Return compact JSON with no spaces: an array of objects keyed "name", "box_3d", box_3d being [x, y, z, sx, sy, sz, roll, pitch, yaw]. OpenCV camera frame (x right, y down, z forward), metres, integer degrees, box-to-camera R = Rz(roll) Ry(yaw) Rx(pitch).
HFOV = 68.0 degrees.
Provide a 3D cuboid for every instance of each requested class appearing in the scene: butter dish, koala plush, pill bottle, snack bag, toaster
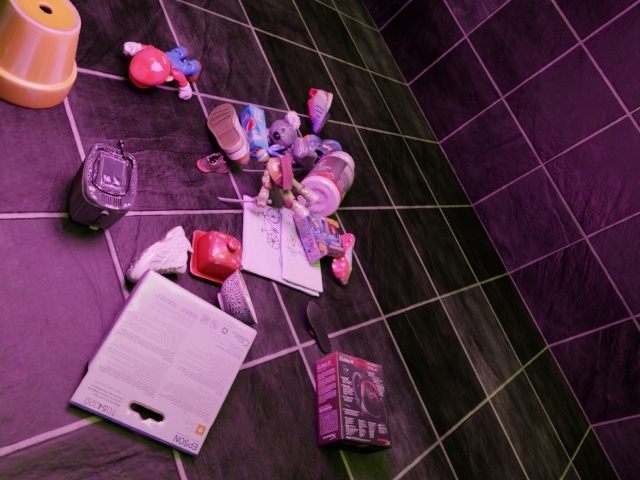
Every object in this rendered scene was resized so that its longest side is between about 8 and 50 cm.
[{"name":"butter dish","box_3d":[-0.289,0.035,1.407,0.160,0.118,0.159,24,47,-36]},{"name":"koala plush","box_3d":[-0.130,-0.376,1.860,0.221,0.196,0.203,62,25,9]},{"name":"pill bottle","box_3d":[0.037,-0.243,1.937,0.176,0.176,0.318,46,37,-12]},{"name":"snack bag","box_3d":[-0.135,0.010,1.669,0.343,0.037,0.323,24,47,-35]},{"name":"toaster","box_3d":[-0.559,-0.139,1.215,0.129,0.146,0.227,19,51,-40]}]

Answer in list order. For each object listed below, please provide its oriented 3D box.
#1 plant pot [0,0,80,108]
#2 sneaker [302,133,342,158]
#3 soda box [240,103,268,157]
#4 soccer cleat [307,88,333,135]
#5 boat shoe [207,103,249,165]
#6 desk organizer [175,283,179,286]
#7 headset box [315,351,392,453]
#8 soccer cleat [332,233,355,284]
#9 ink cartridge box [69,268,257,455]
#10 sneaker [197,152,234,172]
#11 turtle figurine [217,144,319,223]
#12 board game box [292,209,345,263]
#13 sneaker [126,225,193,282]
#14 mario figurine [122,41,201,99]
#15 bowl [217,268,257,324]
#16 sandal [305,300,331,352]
[{"name":"plant pot","box_3d":[-0.743,-0.515,1.222,0.254,0.239,0.254,29,43,-32]},{"name":"sneaker","box_3d":[0.008,-0.392,2.069,0.221,0.083,0.087,4,73,-40]},{"name":"soda box","box_3d":[-0.257,-0.424,1.839,0.071,0.067,0.210,17,50,-40]},{"name":"soccer cleat","box_3d":[-0.017,-0.607,2.239,0.116,0.108,0.318,20,47,-11]},{"name":"boat shoe","box_3d":[-0.324,-0.376,1.691,0.103,0.113,0.302,62,6,-48]},{"name":"desk organizer","box_3d":[-0.391,0.180,1.241,0.050,0.047,0.130,7,58,-48]},{"name":"headset box","box_3d":[0.100,0.497,1.493,0.218,0.110,0.293,25,46,-35]},{"name":"soccer cleat","box_3d":[0.093,0.066,1.862,0.248,0.083,0.095,-75,153,-52]},{"name":"ink cartridge box","box_3d":[-0.361,0.291,1.139,0.324,0.071,0.330,37,64,-24]},{"name":"sneaker","box_3d":[-0.345,-0.270,1.624,0.158,0.065,0.061,-27,84,-53]},{"name":"turtle figurine","box_3d":[-0.158,-0.180,1.661,0.266,0.275,0.198,43,15,-15]},{"name":"board game box","box_3d":[0.000,0.000,1.752,0.194,0.060,0.194,19,50,-43]},{"name":"sneaker","box_3d":[-0.417,0.055,1.278,0.115,0.090,0.232,52,37,-11]},{"name":"mario figurine","box_3d":[-0.550,-0.579,1.621,0.198,0.170,0.320,17,27,8]},{"name":"bowl","box_3d":[-0.245,0.173,1.358,0.080,0.170,0.170,-19,73,-8]},{"name":"sandal","box_3d":[-0.016,0.292,1.590,0.067,0.040,0.179,-23,95,-48]}]
